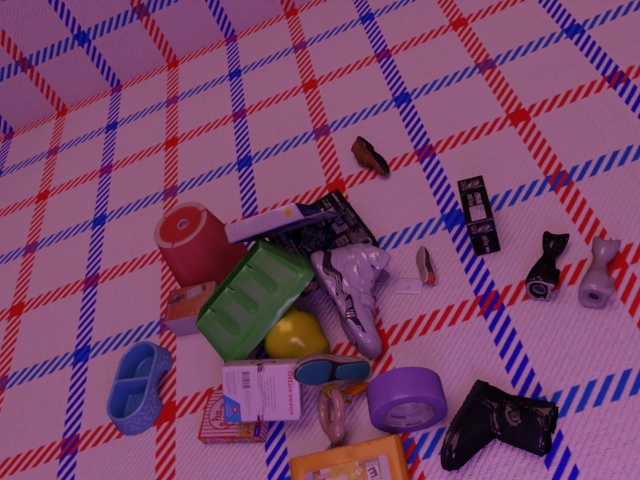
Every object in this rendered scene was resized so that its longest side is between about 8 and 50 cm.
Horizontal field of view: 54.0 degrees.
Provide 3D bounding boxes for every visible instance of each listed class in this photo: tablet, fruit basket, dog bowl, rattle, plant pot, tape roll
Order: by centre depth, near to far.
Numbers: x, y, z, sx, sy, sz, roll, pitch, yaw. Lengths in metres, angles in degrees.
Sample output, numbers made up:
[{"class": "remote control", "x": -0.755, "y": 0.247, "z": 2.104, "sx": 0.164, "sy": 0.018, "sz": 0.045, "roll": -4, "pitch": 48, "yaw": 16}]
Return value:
[{"class": "tape roll", "x": 0.208, "y": 0.389, "z": 1.523, "sx": 0.188, "sy": 0.189, "sz": 0.080, "roll": -17, "pitch": 47, "yaw": 12}, {"class": "rattle", "x": 0.068, "y": 0.476, "z": 1.628, "sx": 0.130, "sy": 0.142, "sz": 0.200, "roll": -38, "pitch": 53, "yaw": 38}, {"class": "fruit basket", "x": -0.125, "y": 0.225, "z": 1.807, "sx": 0.392, "sy": 0.392, "sz": 0.283, "roll": -30, "pitch": 12, "yaw": 0}, {"class": "tablet", "x": 0.260, "y": 0.134, "z": 1.846, "sx": 0.083, "sy": 0.006, "sz": 0.054, "roll": -2, "pitch": 52, "yaw": 25}, {"class": "dog bowl", "x": -0.562, "y": 0.442, "z": 1.932, "sx": 0.165, "sy": 0.074, "sz": 0.297, "roll": -10, "pitch": 48, "yaw": 18}, {"class": "plant pot", "x": -0.411, "y": 0.019, "z": 2.105, "sx": 0.274, "sy": 0.243, "sz": 0.275, "roll": -13, "pitch": 47, "yaw": 15}]

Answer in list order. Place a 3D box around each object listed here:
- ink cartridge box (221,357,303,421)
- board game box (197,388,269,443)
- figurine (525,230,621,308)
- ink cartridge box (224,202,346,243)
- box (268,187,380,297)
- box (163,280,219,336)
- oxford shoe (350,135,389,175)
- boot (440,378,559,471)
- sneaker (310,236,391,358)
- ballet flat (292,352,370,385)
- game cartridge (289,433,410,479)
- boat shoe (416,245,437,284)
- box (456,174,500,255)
[{"class": "ink cartridge box", "x": -0.150, "y": 0.394, "z": 1.661, "sx": 0.203, "sy": 0.086, "sz": 0.148, "roll": -3, "pitch": 91, "yaw": 5}, {"class": "board game box", "x": -0.234, "y": 0.489, "z": 1.752, "sx": 0.193, "sy": 0.045, "sz": 0.147, "roll": -9, "pitch": 48, "yaw": 19}, {"class": "figurine", "x": 0.673, "y": 0.062, "z": 1.657, "sx": 0.214, "sy": 0.092, "sz": 0.209, "roll": 8, "pitch": 52, "yaw": 30}, {"class": "ink cartridge box", "x": -0.100, "y": -0.066, "z": 1.915, "sx": 0.307, "sy": 0.303, "sz": 0.072, "roll": -19, "pitch": 87, "yaw": 12}, {"class": "box", "x": 0.000, "y": 0.000, "z": 2.041, "sx": 0.293, "sy": 0.073, "sz": 0.295, "roll": -32, "pitch": 46, "yaw": -1}, {"class": "box", "x": -0.405, "y": 0.222, "z": 2.033, "sx": 0.170, "sy": 0.091, "sz": 0.130, "roll": -13, "pitch": 48, "yaw": 15}, {"class": "oxford shoe", "x": 0.174, "y": -0.282, "z": 2.217, "sx": 0.076, "sy": 0.076, "sz": 0.212, "roll": -53, "pitch": 44, "yaw": 20}, {"class": "boot", "x": 0.413, "y": 0.447, "z": 1.438, "sx": 0.207, "sy": 0.094, "sz": 0.246, "roll": 13, "pitch": 53, "yaw": 38}, {"class": "sneaker", "x": 0.132, "y": 0.146, "z": 1.800, "sx": 0.210, "sy": 0.137, "sz": 0.366, "roll": -24, "pitch": 58, "yaw": -11}, {"class": "ballet flat", "x": 0.018, "y": 0.333, "z": 1.656, "sx": 0.086, "sy": 0.248, "sz": 0.086, "roll": -19, "pitch": 67, "yaw": 52}, {"class": "game cartridge", "x": 0.079, "y": 0.636, "z": 1.436, "sx": 0.285, "sy": 0.053, "sz": 0.324, "roll": -17, "pitch": 55, "yaw": 12}, {"class": "boat shoe", "x": 0.314, "y": 0.073, "z": 1.848, "sx": 0.043, "sy": 0.049, "sz": 0.137, "roll": 14, "pitch": 43, "yaw": -17}, {"class": "box", "x": 0.461, "y": -0.073, "z": 1.827, "sx": 0.077, "sy": 0.147, "sz": 0.180, "roll": -14, "pitch": 47, "yaw": 15}]
